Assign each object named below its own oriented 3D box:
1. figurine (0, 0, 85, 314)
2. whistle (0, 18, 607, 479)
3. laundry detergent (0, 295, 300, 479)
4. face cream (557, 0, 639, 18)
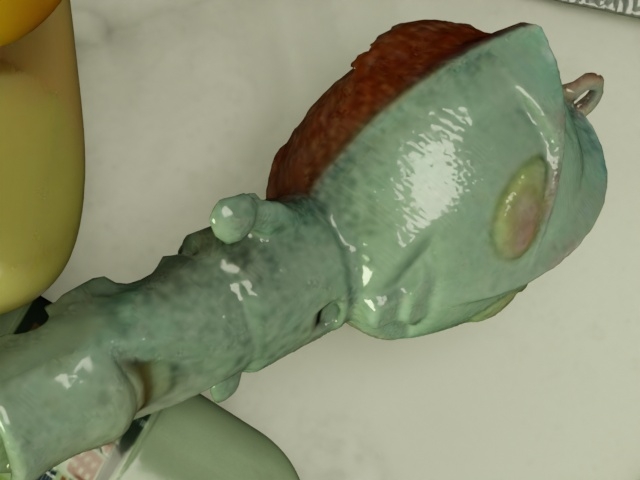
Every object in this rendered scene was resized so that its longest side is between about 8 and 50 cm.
[{"bbox_3d":[-0.156,-0.130,0.757,0.124,0.222,0.324,-8,87,-15],"label":"figurine"},{"bbox_3d":[-0.001,0.000,0.804,0.346,0.142,0.134,-27,82,-27],"label":"whistle"},{"bbox_3d":[-0.077,0.114,0.835,0.225,0.070,0.099,34,72,-9],"label":"laundry detergent"},{"bbox_3d":[0.164,-0.324,0.904,0.235,0.137,0.420,11,92,-9],"label":"face cream"}]
